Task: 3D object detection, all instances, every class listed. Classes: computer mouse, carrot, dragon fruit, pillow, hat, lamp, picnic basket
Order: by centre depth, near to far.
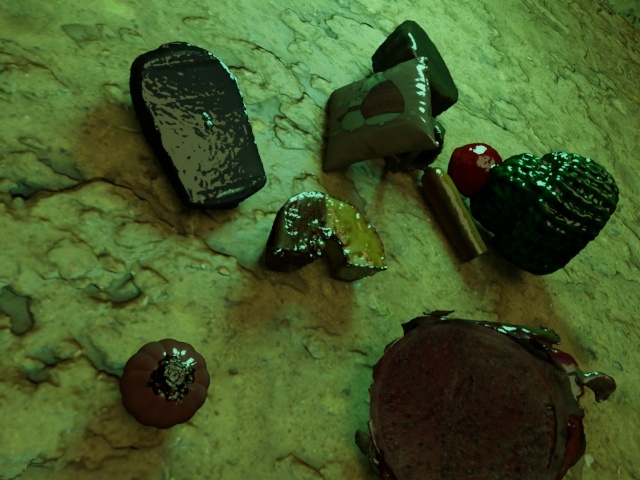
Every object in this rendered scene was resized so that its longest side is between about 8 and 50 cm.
[{"bbox_3d":[-0.190,0.175,0.592,0.107,0.092,0.108,15,57,-25],"label":"lamp"},{"bbox_3d":[0.259,0.265,0.735,0.263,0.314,0.296,22,79,-55],"label":"dragon fruit"},{"bbox_3d":[-0.205,-0.184,0.791,0.168,0.087,0.296,-20,89,-35],"label":"computer mouse"},{"bbox_3d":[0.114,-0.246,0.952,0.084,0.236,0.223,42,46,-50],"label":"pillow"},{"bbox_3d":[0.190,-0.210,1.021,0.137,0.128,0.178,37,41,-8],"label":"picnic basket"},{"bbox_3d":[0.421,-0.096,1.035,0.332,0.274,0.242,34,39,10],"label":"hat"},{"bbox_3d":[0.285,-0.063,1.044,0.067,0.067,0.225,-16,76,-37],"label":"carrot"}]

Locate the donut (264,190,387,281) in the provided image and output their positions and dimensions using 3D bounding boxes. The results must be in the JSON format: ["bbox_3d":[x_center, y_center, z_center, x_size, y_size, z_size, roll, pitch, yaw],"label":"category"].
[{"bbox_3d":[0.002,0.000,0.817,0.217,0.085,0.141,14,58,-27],"label":"donut"}]

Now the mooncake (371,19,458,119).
[{"bbox_3d":[0.222,-0.388,1.131,0.228,0.124,0.228,33,41,-34],"label":"mooncake"}]
